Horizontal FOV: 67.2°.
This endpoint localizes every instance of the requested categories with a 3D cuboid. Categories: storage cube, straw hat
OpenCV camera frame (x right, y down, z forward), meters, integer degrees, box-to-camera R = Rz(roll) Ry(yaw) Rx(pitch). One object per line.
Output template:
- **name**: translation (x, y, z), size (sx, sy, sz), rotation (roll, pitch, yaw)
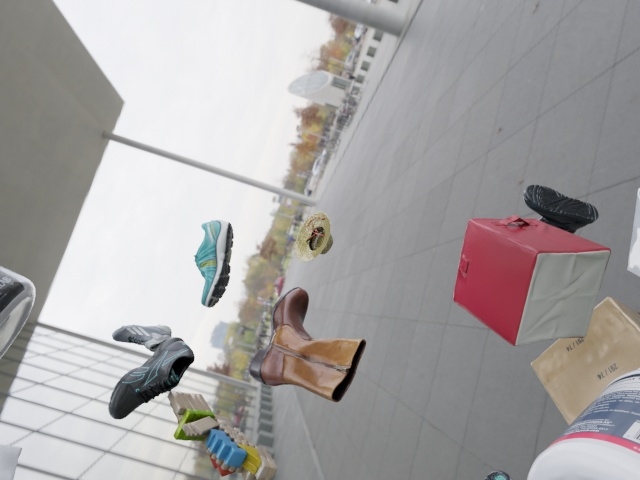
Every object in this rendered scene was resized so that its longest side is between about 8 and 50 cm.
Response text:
- **storage cube**: translation (0.405, 0.071, 0.950), size (0.193, 0.183, 0.215), rotation (-136, 49, -61)
- **straw hat**: translation (0.000, 0.000, 1.274), size (0.144, 0.061, 0.145), rotation (-28, 48, 36)

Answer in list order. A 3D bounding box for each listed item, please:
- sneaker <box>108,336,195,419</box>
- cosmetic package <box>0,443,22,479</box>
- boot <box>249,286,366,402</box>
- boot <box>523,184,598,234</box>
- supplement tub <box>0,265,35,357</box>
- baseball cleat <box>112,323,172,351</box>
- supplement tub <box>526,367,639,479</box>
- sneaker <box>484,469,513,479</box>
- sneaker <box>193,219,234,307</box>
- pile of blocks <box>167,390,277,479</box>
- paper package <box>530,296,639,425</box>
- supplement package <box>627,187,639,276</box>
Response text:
- **sneaker**: translation (-0.460, 0.382, 1.321), size (0.267, 0.106, 0.101), rotation (-48, -41, -24)
- **cosmetic package**: translation (-0.553, 0.310, 0.509), size (0.098, 0.377, 0.284), rotation (-63, 28, 4)
- **boot**: translation (-0.018, 0.222, 1.112), size (0.280, 0.096, 0.264), rotation (-7, 41, 44)
- **boot**: translation (0.709, -0.060, 1.531), size (0.207, 0.246, 0.094), rotation (116, 168, -55)
- **supplement tub**: translation (-0.587, 0.070, 0.648), size (0.194, 0.316, 0.194), rotation (-55, 13, 20)
- **baseball cleat**: translation (-0.638, 0.348, 1.718), size (0.109, 0.205, 0.072), rotation (-113, 21, -53)
- **supplement tub**: translation (0.379, 0.260, 0.535), size (0.272, 0.191, 0.191), rotation (-18, -36, -36)
- **sneaker**: translation (0.349, 0.510, 0.813), size (0.083, 0.098, 0.224), rotation (-40, 43, 28)
- **sneaker**: translation (-0.336, 0.071, 1.490), size (0.107, 0.109, 0.276), rotation (69, -156, -74)
- **pile of blocks**: translation (-0.287, 0.546, 1.278), size (0.113, 0.362, 0.149), rotation (-63, -24, 3)
- **paper package**: translation (0.815, 0.372, 1.344), size (0.325, 0.168, 0.310), rotation (-55, 21, 24)
- **supplement package**: translation (0.787, 0.000, 1.012), size (0.262, 0.145, 0.204), rotation (-43, -44, -75)
